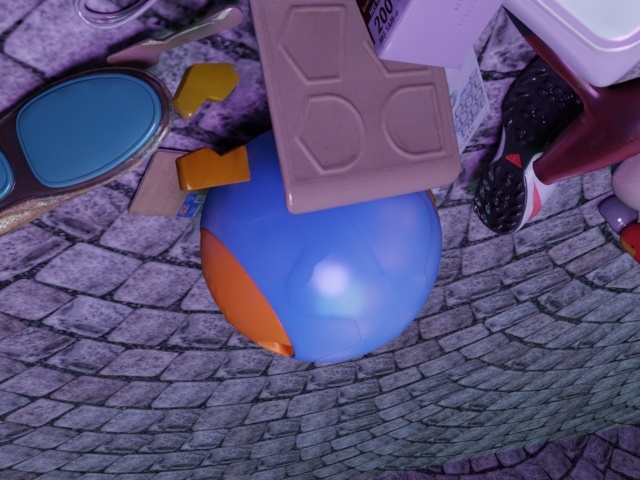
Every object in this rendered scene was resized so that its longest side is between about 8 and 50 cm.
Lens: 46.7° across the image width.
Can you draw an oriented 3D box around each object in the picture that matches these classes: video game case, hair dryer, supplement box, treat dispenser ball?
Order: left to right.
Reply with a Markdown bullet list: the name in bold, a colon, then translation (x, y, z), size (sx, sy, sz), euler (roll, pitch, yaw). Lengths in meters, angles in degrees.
- **treat dispenser ball**: translation (0.000, 0.000, 0.884), size (0.288, 0.288, 0.288), euler (-13, 149, -8)
- **supplement box**: translation (0.065, -0.259, 0.544), size (0.073, 0.239, 0.130), euler (1, 145, -25)
- **video game case**: translation (0.153, -0.151, 0.899), size (0.143, 0.019, 0.157), euler (-57, 148, -10)
- **hair dryer**: translation (0.307, -0.186, 0.843), size (0.080, 0.224, 0.293), euler (-46, 148, -44)

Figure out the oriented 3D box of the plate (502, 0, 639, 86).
- **plate**: translation (0.269, -0.284, 0.641), size (0.278, 0.045, 0.277), euler (31, 130, -22)

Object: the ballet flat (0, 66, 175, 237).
- **ballet flat**: translation (-0.296, -0.083, 0.791), size (0.349, 0.123, 0.123), euler (-24, 149, 12)

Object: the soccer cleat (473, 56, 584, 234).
- **soccer cleat**: translation (0.307, -0.144, 1.014), size (0.116, 0.109, 0.318), euler (-33, 152, -34)

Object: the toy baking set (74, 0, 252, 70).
- **toy baking set**: translation (-0.125, -0.254, 0.670), size (0.197, 0.030, 0.256), euler (-5, 147, -15)

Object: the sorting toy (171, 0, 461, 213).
- **sorting toy**: translation (-0.003, -0.144, 0.715), size (0.307, 0.228, 0.041), euler (-12, -173, -29)

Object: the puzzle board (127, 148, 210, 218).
- **puzzle board**: translation (-0.183, -0.071, 0.949), size (0.096, 0.011, 0.128), euler (3, 145, -32)

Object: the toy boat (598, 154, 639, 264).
- **toy boat**: translation (0.543, -0.095, 1.172), size (0.268, 0.148, 0.318), euler (-13, 142, -17)
